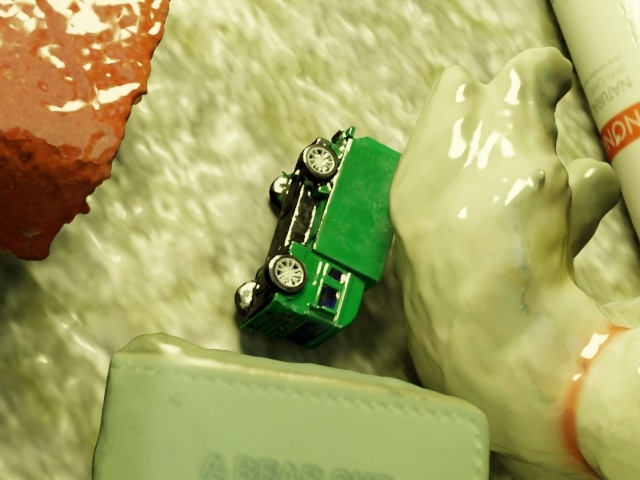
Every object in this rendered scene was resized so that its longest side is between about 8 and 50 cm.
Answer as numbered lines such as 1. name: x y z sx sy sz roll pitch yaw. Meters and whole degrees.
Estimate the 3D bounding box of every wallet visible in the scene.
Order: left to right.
1. wallet: -0.019 0.244 0.725 0.252 0.083 0.360 12 76 -20

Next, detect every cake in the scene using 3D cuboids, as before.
1. cake: -0.175 -0.127 0.785 0.151 0.177 0.283 20 67 -14

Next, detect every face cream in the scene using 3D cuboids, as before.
1. face cream: 0.264 -0.083 0.994 0.102 0.102 0.345 -8 70 -26

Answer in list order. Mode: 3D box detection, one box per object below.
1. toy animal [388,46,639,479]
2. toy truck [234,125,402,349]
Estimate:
1. toy animal: 0.171 0.031 0.818 0.266 0.188 0.308 9 92 -7
2. toy truck: 0.000 0.000 0.867 0.079 0.065 0.147 27 59 -14
